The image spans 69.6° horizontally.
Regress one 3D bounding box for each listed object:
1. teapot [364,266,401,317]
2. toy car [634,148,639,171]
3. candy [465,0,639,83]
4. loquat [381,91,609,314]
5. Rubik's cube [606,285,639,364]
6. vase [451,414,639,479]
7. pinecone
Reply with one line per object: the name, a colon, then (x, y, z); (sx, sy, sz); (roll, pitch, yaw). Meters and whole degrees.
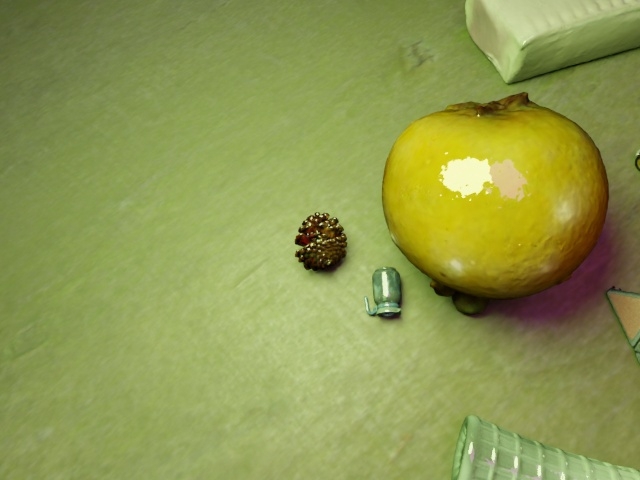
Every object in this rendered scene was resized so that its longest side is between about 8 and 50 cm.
teapot: (0.107, 0.090, 0.796); (0.063, 0.049, 0.083); (-2, 67, 5)
toy car: (0.651, -0.143, 0.808); (0.112, 0.112, 0.139); (-18, 66, -3)
candy: (0.505, -0.474, 0.949); (0.358, 0.145, 0.208); (-17, 67, -1)
loquat: (0.255, -0.041, 0.713); (0.328, 0.328, 0.360); (3, 111, 7)
Rubik's cube: (0.595, 0.176, 0.659); (0.228, 0.233, 0.229); (-28, 17, 33)
vase: (0.338, 0.337, 0.622); (0.298, 0.143, 0.143); (14, 69, 14)
pinecone: (0.004, 0.001, 0.827); (0.102, 0.102, 0.109); (10, 41, 10)
